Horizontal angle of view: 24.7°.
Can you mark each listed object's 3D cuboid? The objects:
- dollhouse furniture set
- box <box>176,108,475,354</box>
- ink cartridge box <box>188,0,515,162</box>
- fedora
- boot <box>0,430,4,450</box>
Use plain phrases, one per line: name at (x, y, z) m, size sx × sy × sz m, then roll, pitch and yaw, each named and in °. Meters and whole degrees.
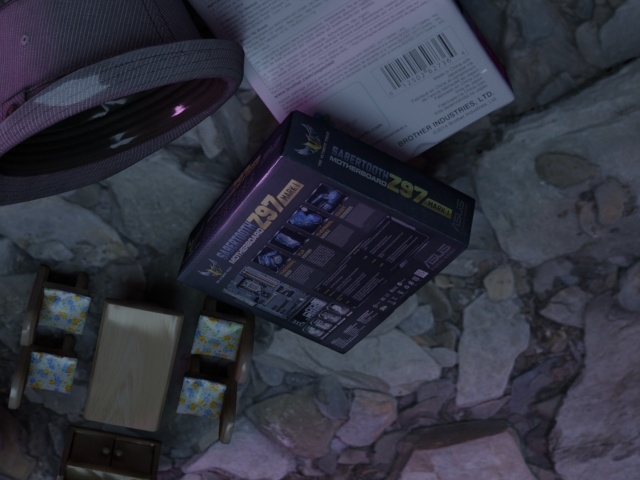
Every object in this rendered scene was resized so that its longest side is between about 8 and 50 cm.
dollhouse furniture set at (-0.190, 0.173, 1.394) m, size 0.212 × 0.161 × 0.242 m, roll 11°, pitch 120°, yaw -7°
box at (0.000, 0.000, 1.305) m, size 0.183 × 0.059 × 0.232 m, roll 24°, pitch 142°, yaw -15°
ink cartridge box at (0.007, -0.199, 1.234) m, size 0.186 × 0.065 × 0.311 m, roll -29°, pitch 120°, yaw 17°
fedora at (-0.195, -0.138, 1.205) m, size 0.275 × 0.244 × 0.124 m, roll -31°, pitch 79°, yaw 52°
boot at (-0.444, 0.168, 1.429) m, size 0.258 × 0.095 × 0.123 m, roll -6°, pitch 93°, yaw -21°
